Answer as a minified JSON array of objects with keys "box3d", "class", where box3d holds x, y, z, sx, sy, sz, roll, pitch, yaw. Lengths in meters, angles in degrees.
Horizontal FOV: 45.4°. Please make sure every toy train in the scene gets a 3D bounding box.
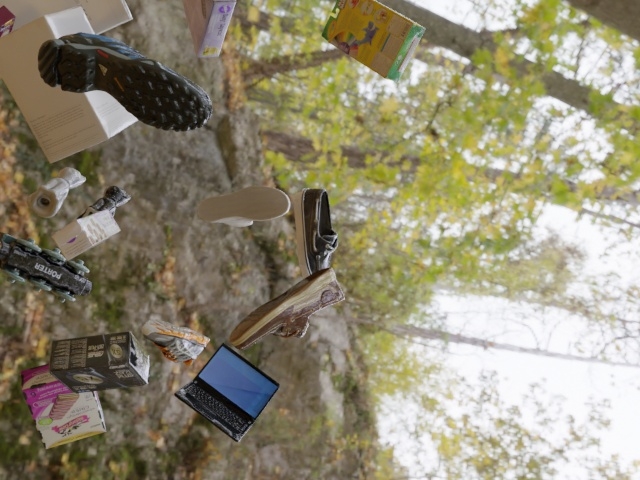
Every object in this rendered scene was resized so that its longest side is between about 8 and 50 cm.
[{"box3d":[-0.848,0.077,2.291,0.190,0.334,0.142,15,-102,42],"class":"toy train"}]

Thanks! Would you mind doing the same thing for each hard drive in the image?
[{"box3d":[-0.712,-0.630,2.042,0.353,0.233,0.047,-22,-163,6],"class":"hard drive"}]

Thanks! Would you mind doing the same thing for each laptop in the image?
[{"box3d":[-0.274,0.452,2.309,0.136,0.234,0.264,-56,174,7],"class":"laptop"}]

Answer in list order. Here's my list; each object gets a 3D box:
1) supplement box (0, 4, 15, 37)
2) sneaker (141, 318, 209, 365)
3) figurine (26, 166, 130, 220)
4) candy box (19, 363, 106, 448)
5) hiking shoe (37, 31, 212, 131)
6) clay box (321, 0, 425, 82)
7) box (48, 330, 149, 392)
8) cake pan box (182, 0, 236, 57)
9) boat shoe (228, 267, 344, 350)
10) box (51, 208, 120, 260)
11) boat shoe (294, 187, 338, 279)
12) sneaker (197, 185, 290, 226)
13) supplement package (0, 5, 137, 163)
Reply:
[{"box3d":[-0.818,-0.550,1.954,0.055,0.043,0.083,-51,-171,-35],"class":"supplement box"},{"box3d":[-0.340,0.241,1.779,0.084,0.215,0.083,23,-95,34],"class":"sneaker"},{"box3d":[-0.625,-0.114,2.009,0.209,0.215,0.092,-75,-171,-63],"class":"figurine"},{"box3d":[-0.642,0.407,1.920,0.071,0.159,0.233,-120,-159,-47],"class":"candy box"},{"box3d":[-0.319,-0.289,1.314,0.132,0.304,0.113,-70,-176,-54],"class":"hiking shoe"},{"box3d":[0.107,-0.446,1.644,0.222,0.053,0.127,42,-66,34],"class":"clay box"},{"box3d":[-0.492,0.275,1.718,0.147,0.180,0.077,80,3,-60],"class":"box"},{"box3d":[-0.299,-0.645,1.963,0.246,0.070,0.267,131,-54,-60],"class":"cake pan box"},{"box3d":[-0.077,0.201,1.994,0.123,0.342,0.123,-15,-74,59],"class":"boat shoe"},{"box3d":[-0.506,-0.017,1.675,0.067,0.063,0.324,-30,-172,0],"class":"box"},{"box3d":[0.000,0.000,2.161,0.102,0.108,0.301,-1,-80,28],"class":"boat shoe"},{"box3d":[-0.207,-0.103,2.343,0.292,0.169,0.108,-3,-94,20],"class":"sneaker"},{"box3d":[-0.588,-0.360,1.766,0.177,0.293,0.175,-18,-161,19],"class":"supplement package"}]
